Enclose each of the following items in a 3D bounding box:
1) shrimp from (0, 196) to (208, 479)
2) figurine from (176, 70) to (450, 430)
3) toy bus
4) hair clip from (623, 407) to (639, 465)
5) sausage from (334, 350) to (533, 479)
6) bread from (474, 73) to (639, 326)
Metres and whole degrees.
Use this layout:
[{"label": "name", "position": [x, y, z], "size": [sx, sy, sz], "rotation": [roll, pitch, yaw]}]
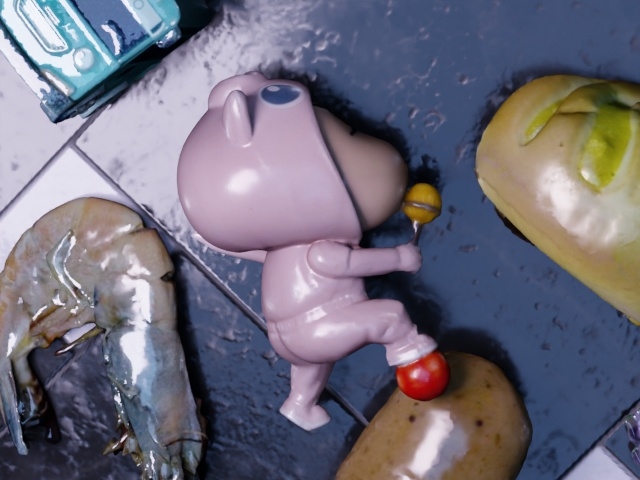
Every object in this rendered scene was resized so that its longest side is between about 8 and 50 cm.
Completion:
[{"label": "shrimp", "position": [-0.190, 0.113, 1.583], "size": [0.178, 0.075, 0.289], "rotation": [-10, 98, 13]}, {"label": "figurine", "position": [0.000, 0.000, 1.516], "size": [0.186, 0.176, 0.287], "rotation": [-21, 90, -12]}, {"label": "toy bus", "position": [-0.168, -0.176, 1.448], "size": [0.147, 0.256, 0.128], "rotation": [-37, 94, 5]}, {"label": "hair clip", "position": [0.343, 0.161, 1.563], "size": [0.195, 0.052, 0.124], "rotation": [-1, 92, 9]}, {"label": "sausage", "position": [0.027, 0.318, 1.570], "size": [0.136, 0.123, 0.501], "rotation": [18, 100, -28]}, {"label": "bread", "position": [0.256, -0.018, 1.485], "size": [0.261, 0.156, 0.158], "rotation": [32, 98, -37]}]
